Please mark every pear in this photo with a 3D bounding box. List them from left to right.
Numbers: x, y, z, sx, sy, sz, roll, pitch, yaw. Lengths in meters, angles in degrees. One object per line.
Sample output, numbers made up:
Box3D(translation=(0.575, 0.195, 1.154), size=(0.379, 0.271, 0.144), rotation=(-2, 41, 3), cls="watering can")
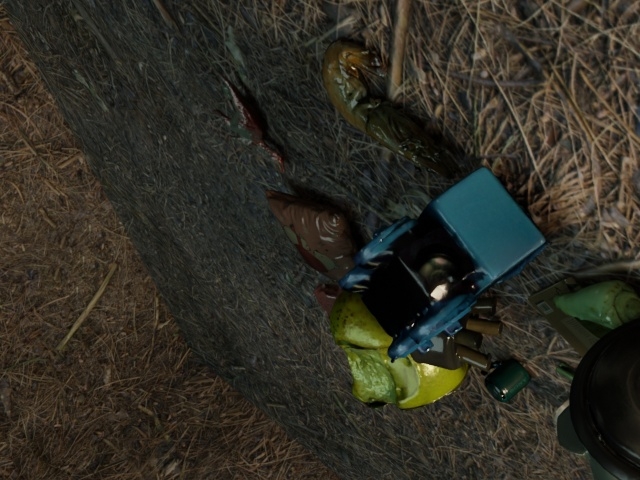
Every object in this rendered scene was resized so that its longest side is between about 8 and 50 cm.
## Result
Box3D(translation=(0.148, 0.194, 1.814), size=(0.238, 0.164, 0.255), rotation=(-3, 122, 32), cls="pear")

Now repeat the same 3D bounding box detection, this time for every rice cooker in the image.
Box3D(translation=(0.469, 0.248, 1.199), size=(0.316, 0.264, 0.317), rotation=(9, 143, 6), cls="rice cooker")

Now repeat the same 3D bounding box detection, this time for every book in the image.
Box3D(translation=(0.425, 0.145, 1.439), size=(0.199, 0.016, 0.138), rotation=(47, 159, 2), cls="book")

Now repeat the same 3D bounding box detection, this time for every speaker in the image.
Box3D(translation=(0.340, 0.253, 1.722), size=(0.094, 0.075, 0.060), rotation=(41, 161, 42), cls="speaker")

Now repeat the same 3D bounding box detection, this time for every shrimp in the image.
Box3D(translation=(0.103, -0.204, 1.392), size=(0.296, 0.058, 0.169), rotation=(38, 155, 32), cls="shrimp")

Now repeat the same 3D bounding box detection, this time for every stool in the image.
Box3D(translation=(0.252, 0.152, 1.650), size=(0.139, 0.228, 0.153), rotation=(9, 99, 28), cls="stool")

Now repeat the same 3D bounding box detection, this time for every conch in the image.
Box3D(translation=(0.406, 0.106, 1.319), size=(0.106, 0.079, 0.170), rotation=(62, 162, -10), cls="conch")

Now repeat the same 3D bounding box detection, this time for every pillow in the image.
Box3D(translation=(0.000, 0.000, 1.908), size=(0.223, 0.084, 0.236), rotation=(23, 148, 47), cls="pillow")

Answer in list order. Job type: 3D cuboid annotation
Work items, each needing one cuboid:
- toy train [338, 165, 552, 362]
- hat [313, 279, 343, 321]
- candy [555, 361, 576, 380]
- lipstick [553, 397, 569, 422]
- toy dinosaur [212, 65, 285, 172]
Box3D(translation=(0.182, 0.035, 1.363), size=(0.188, 0.265, 0.300), rotation=(54, 162, 10), cls="toy train")
Box3D(translation=(0.114, 0.206, 2.027), size=(0.236, 0.107, 0.286), rotation=(-6, 113, 53), cls="hat")
Box3D(translation=(0.489, 0.275, 1.498), size=(0.262, 0.073, 0.077), rotation=(35, 168, 45), cls="candy")
Box3D(translation=(0.518, 0.373, 1.567), size=(0.264, 0.059, 0.059), rotation=(42, 160, 36), cls="lipstick")
Box3D(translation=(-0.149, -0.245, 1.804), size=(0.167, 0.053, 0.242), rotation=(34, 156, 28), cls="toy dinosaur")
